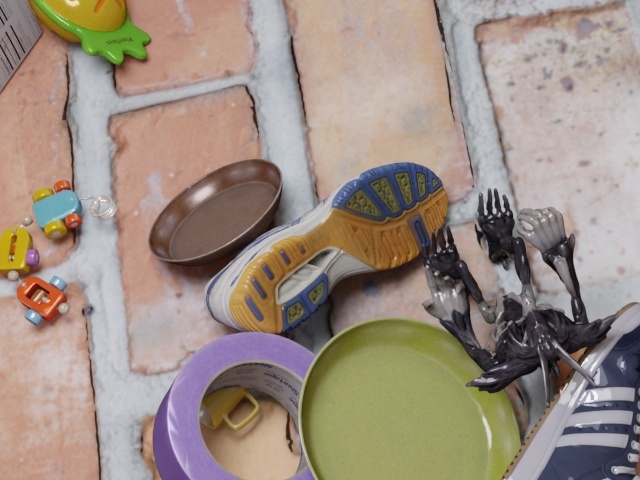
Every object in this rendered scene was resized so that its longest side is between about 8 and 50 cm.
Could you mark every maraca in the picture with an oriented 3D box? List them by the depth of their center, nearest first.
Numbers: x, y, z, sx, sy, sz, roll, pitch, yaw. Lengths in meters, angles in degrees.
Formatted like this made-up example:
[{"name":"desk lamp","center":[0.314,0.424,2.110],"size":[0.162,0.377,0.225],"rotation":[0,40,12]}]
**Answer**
[{"name":"maraca","center":[-0.281,-0.280,1.929],"size":[0.186,0.099,0.127],"rotation":[48,41,16]}]

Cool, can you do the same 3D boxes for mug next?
[{"name":"mug","center":[-0.103,0.161,1.684],"size":[0.064,0.062,0.078],"rotation":[-39,93,-21]}]

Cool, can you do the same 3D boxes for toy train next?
[{"name":"toy train","center":[-0.299,0.015,1.804],"size":[0.125,0.046,0.166],"rotation":[24,71,20]}]

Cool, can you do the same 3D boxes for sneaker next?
[{"name":"sneaker","center":[0.291,0.201,1.563],"size":[0.153,0.099,0.282],"rotation":[30,66,17]},{"name":"sneaker","center":[0.000,0.000,1.718],"size":[0.296,0.131,0.112],"rotation":[-28,103,-28]}]

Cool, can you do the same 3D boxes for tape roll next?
[{"name":"tape roll","center":[-0.069,0.192,1.601],"size":[0.189,0.080,0.189],"rotation":[7,65,-15]}]

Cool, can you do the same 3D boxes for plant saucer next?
[{"name":"plant saucer","center":[0.084,0.193,1.587],"size":[0.241,0.037,0.241],"rotation":[10,62,-19]},{"name":"plant saucer","center":[-0.110,-0.026,1.763],"size":[0.168,0.029,0.168],"rotation":[-24,31,15]}]

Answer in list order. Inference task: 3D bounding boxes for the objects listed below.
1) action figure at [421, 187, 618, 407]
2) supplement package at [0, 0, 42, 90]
[{"name":"action figure","center":[0.181,0.050,1.589],"size":[0.164,0.141,0.276],"rotation":[-30,29,-1]},{"name":"supplement package","center":[-0.482,-0.242,1.916],"size":[0.194,0.149,0.203],"rotation":[23,68,21]}]
